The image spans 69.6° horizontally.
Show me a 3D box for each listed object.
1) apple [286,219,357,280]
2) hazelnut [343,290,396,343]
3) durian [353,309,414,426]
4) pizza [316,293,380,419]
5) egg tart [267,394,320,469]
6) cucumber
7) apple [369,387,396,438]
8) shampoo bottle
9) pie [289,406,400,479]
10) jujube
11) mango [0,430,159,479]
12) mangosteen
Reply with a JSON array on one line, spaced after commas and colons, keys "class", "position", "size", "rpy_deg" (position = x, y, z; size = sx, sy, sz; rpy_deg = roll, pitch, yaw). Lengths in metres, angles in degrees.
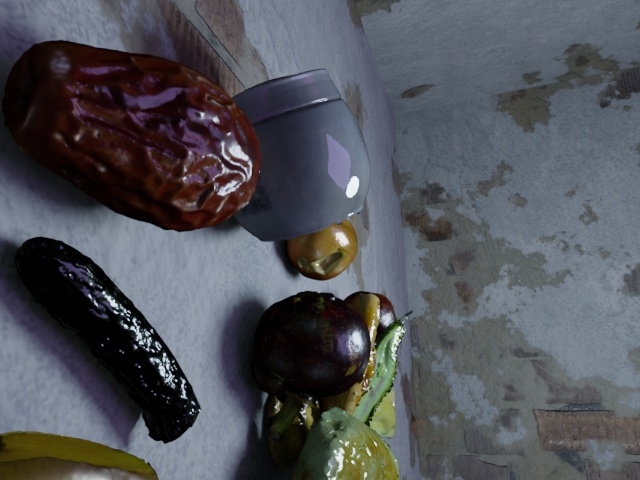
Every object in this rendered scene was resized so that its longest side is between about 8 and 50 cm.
[{"class": "apple", "position": [0.000, 0.000, 1.122], "size": [0.199, 0.199, 0.199], "rpy_deg": [-7, 90, -72]}, {"class": "hazelnut", "position": [0.119, 0.256, 1.362], "size": [0.218, 0.218, 0.234], "rpy_deg": [-79, 158, -44]}, {"class": "durian", "position": [0.149, 0.344, 1.210], "size": [0.375, 0.132, 0.106], "rpy_deg": [-66, -170, -21]}, {"class": "pizza", "position": [0.052, 0.317, 1.100], "size": [0.278, 0.114, 0.409], "rpy_deg": [-174, -78, -83]}, {"class": "egg tart", "position": [-0.049, 0.384, 0.980], "size": [0.191, 0.074, 0.191], "rpy_deg": [-9, 90, -73]}, {"class": "cucumber", "position": [-0.230, 0.112, 0.527], "size": [0.081, 0.072, 0.304], "rpy_deg": [-71, 148, -52]}, {"class": "apple", "position": [0.114, 0.448, 1.311], "size": [0.265, 0.120, 0.193], "rpy_deg": [28, 66, -41]}, {"class": "shampoo bottle", "position": [-0.056, -0.152, 0.832], "size": [0.273, 0.273, 0.266], "rpy_deg": [-49, 123, -66]}, {"class": "pie", "position": [0.022, 0.525, 0.870], "size": [0.418, 0.180, 0.395], "rpy_deg": [-60, 139, -39]}, {"class": "jujube", "position": [-0.198, -0.112, 0.542], "size": [0.290, 0.197, 0.197], "rpy_deg": [20, 63, -53]}, {"class": "mango", "position": [-0.238, 0.244, 0.373], "size": [0.262, 0.130, 0.167], "rpy_deg": [52, 40, -48]}, {"class": "mangosteen", "position": [-0.028, 0.240, 0.899], "size": [0.231, 0.231, 0.289], "rpy_deg": [27, 80, -68]}]
